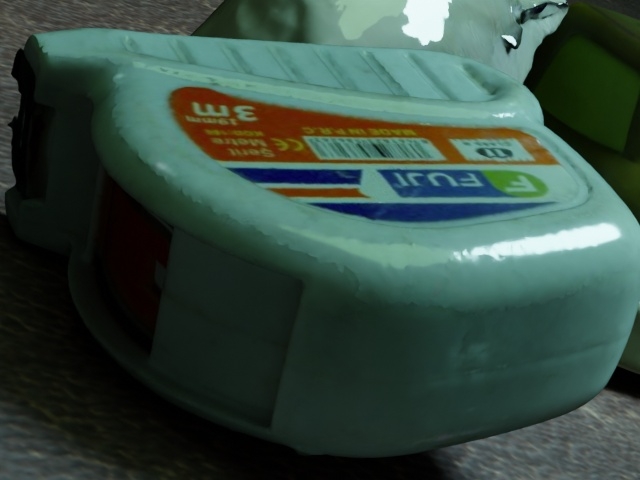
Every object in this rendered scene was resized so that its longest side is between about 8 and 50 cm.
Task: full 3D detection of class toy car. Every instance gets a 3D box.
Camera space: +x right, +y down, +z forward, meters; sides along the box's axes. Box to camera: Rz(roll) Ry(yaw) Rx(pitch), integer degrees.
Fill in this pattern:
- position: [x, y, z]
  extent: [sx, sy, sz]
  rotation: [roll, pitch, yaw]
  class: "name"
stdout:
- position: [0.186, -0.048, 1.007]
  extent: [0.204, 0.198, 0.248]
  rotation: [12, 23, -39]
  class: "toy car"

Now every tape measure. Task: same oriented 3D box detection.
- position: [0.000, -0.001, 0.724]
  extent: [0.243, 0.125, 0.246]
  rotation: [-1, 33, -23]
  class: "tape measure"

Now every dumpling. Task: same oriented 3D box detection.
- position: [0.007, -0.088, 0.954]
  extent: [0.243, 0.175, 0.227]
  rotation: [8, -3, -39]
  class: "dumpling"
